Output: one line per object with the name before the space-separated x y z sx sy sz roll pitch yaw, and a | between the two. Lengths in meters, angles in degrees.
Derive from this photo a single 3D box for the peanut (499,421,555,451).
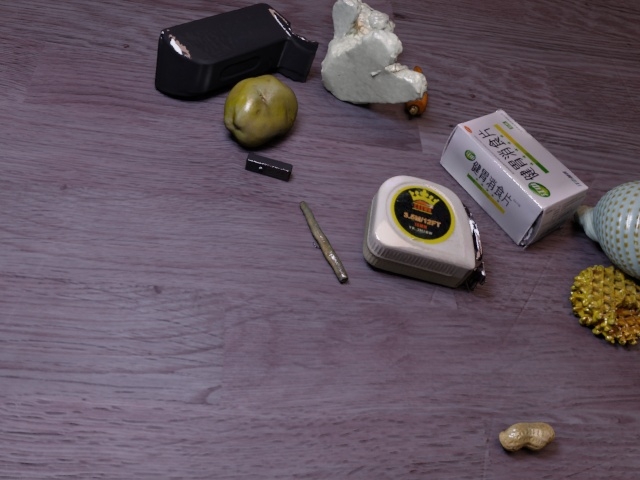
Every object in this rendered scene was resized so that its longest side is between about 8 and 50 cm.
peanut | 0.387 0.369 1.256 0.113 0.054 0.054 -2 51 -14

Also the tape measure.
tape measure | 0.238 -0.024 1.502 0.271 0.133 0.231 15 56 -5

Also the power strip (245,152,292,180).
power strip | -0.123 -0.174 1.586 0.111 0.038 0.029 16 49 0

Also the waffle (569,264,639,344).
waffle | 0.663 0.141 1.512 0.197 0.070 0.193 41 51 20

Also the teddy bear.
teddy bear | 0.162 -0.553 1.815 0.327 0.375 0.362 46 62 -30

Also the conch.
conch | 0.771 -0.038 1.566 0.303 0.215 0.319 16 29 -32

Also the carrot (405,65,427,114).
carrot | 0.281 -0.439 1.913 0.061 0.061 0.256 16 45 -2

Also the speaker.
speaker | -0.216 -0.468 1.724 0.388 0.180 0.184 -30 68 -34

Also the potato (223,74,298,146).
potato | -0.149 -0.320 1.637 0.154 0.137 0.200 38 50 16

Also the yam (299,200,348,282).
yam | 0.001 -0.001 1.483 0.027 0.029 0.234 10 40 -44

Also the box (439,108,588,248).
box | 0.477 -0.158 1.669 0.173 0.145 0.333 -22 60 -28
